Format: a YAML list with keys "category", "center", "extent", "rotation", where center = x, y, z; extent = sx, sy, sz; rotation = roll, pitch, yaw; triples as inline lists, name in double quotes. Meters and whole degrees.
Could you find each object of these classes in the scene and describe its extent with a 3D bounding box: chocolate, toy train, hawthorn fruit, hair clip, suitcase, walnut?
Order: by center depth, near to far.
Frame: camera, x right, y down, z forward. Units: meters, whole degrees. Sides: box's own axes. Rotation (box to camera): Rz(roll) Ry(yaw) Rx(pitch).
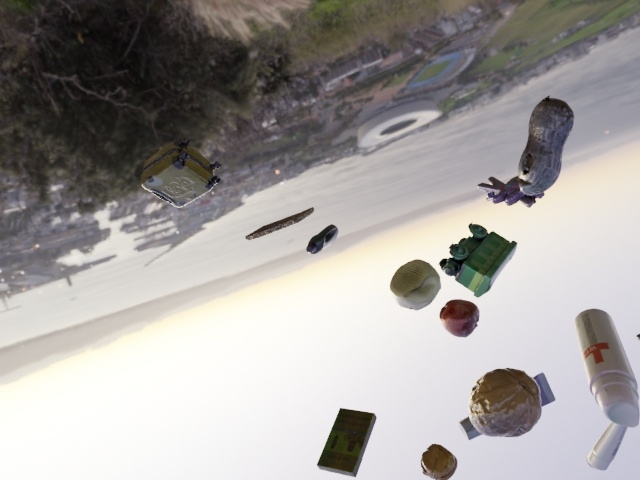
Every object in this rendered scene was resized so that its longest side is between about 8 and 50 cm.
- category: "walnut"
  center: [0.423, 0.382, 1.209]
  extent: [0.155, 0.155, 0.184]
  rotation: [-18, 150, -36]
- category: "chocolate"
  center: [0.562, -0.233, 1.303]
  extent: [0.110, 0.248, 0.110]
  rotation: [7, -156, -3]
- category: "hair clip"
  center: [0.619, -0.161, 1.742]
  extent: [0.137, 0.090, 0.278]
  rotation: [-34, -167, -8]
- category: "suitcase"
  center: [-0.487, -0.238, 1.807]
  extent: [0.235, 0.143, 0.194]
  rotation: [-25, 140, 26]
- category: "toy train"
  center: [0.571, 0.061, 1.890]
  extent: [0.301, 0.202, 0.120]
  rotation: [-38, 155, -40]
- category: "hawthorn fruit"
  center: [0.609, 0.335, 2.283]
  extent: [0.173, 0.172, 0.173]
  rotation: [-20, 178, -1]

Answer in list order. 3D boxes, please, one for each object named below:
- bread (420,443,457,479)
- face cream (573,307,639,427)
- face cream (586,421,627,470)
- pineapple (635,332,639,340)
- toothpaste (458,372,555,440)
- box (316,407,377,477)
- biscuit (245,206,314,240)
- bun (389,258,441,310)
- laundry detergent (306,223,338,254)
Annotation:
- category: "bread"
  center: [0.264, 0.497, 1.166]
  extent: [0.083, 0.046, 0.081]
  rotation: [-9, -143, 18]
- category: "face cream"
  center: [0.685, 0.295, 1.249]
  extent: [0.102, 0.102, 0.345]
  rotation: [-21, -163, 26]
- category: "face cream"
  center: [0.821, 0.543, 1.455]
  extent: [0.092, 0.243, 0.058]
  rotation: [-12, -146, -39]
- category: "pineapple"
  center: [1.174, 0.336, 1.719]
  extent: [0.310, 0.170, 0.141]
  rotation: [22, -164, -14]
- category: "toothpaste"
  center: [0.694, 0.625, 1.942]
  extent: [0.371, 0.125, 0.080]
  rotation: [-26, -175, -6]
- category: "box"
  center: [0.079, 0.588, 1.526]
  extent: [0.121, 0.030, 0.193]
  rotation: [-2, -140, 32]
- category: "biscuit"
  center: [-0.135, -0.052, 1.722]
  extent: [0.231, 0.025, 0.131]
  rotation: [-19, -170, 33]
- category: "bun"
  center: [0.406, 0.195, 2.190]
  extent: [0.229, 0.145, 0.229]
  rotation: [-30, -149, 20]
- category: "laundry detergent"
  center: [0.000, 0.000, 2.397]
  extent: [0.144, 0.078, 0.222]
  rotation: [-52, 169, 26]
